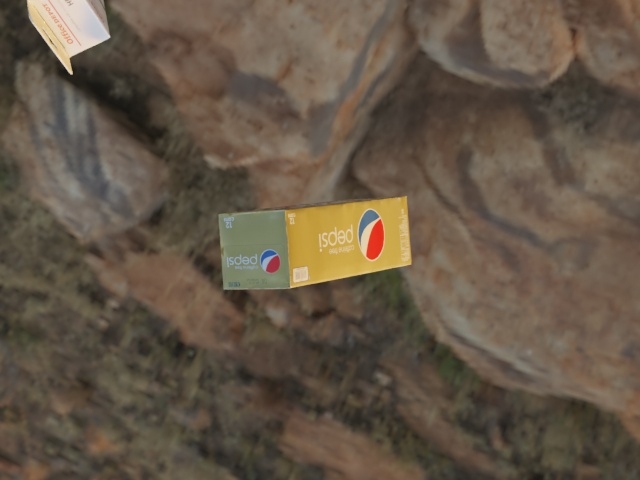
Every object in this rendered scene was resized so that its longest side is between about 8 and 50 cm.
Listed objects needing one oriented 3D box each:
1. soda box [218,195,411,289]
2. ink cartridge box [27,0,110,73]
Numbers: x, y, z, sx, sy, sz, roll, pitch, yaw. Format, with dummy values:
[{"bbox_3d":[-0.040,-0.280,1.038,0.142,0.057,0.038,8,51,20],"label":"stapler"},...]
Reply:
[{"bbox_3d":[0.000,0.000,1.071,0.061,0.181,0.058,-3,93,32],"label":"soda box"},{"bbox_3d":[-0.142,-0.137,0.776,0.028,0.083,0.048,-24,137,8],"label":"ink cartridge box"}]
